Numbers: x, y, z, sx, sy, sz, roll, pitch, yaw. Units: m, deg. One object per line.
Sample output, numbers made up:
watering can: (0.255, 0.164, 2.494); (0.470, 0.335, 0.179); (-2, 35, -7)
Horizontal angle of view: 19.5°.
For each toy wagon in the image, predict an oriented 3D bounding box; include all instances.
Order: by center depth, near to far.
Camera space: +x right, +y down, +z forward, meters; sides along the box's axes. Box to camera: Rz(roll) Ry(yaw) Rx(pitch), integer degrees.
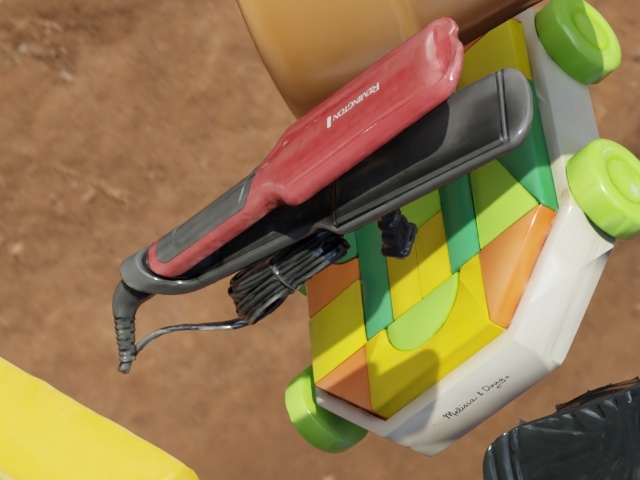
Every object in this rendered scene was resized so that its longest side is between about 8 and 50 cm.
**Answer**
toy wagon: (0.070, -0.039, 1.129); (0.068, 0.344, 0.267); (25, 131, -31)

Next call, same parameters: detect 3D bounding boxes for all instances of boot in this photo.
boot: (0.119, 0.064, 0.623); (0.099, 0.121, 0.045); (-4, 80, -65)

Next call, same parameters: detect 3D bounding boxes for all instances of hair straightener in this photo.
hair straightener: (0.000, 0.000, 0.760); (0.089, 0.047, 0.230); (29, 128, -34)

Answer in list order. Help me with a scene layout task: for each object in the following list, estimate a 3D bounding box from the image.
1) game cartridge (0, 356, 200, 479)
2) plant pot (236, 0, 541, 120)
game cartridge: (-0.244, 0.141, 0.640); (0.323, 0.285, 0.052); (-52, 161, -33)
plant pot: (0.047, -0.214, 0.824); (0.203, 0.291, 0.291); (-17, 129, 6)
